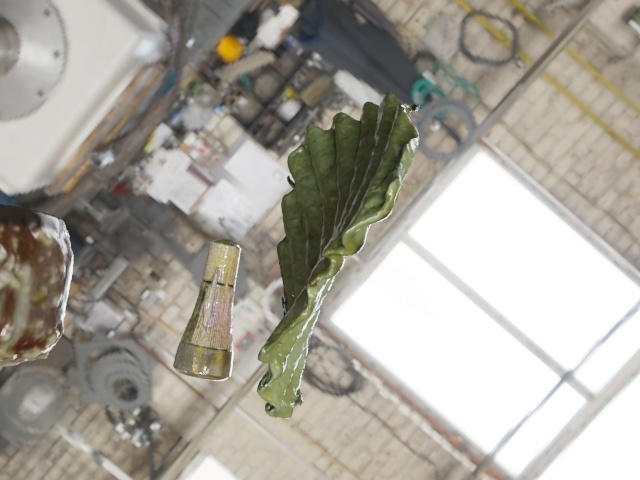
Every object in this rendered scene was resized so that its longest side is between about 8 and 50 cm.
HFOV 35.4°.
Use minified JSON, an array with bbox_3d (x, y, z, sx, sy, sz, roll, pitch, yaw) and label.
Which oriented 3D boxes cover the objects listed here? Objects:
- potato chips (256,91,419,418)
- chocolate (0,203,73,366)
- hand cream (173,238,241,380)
[{"bbox_3d":[0.000,-0.002,1.162,0.389,0.097,0.373,-93,-154,-65],"label":"potato chips"},{"bbox_3d":[-0.491,0.072,1.370,0.225,0.210,0.340,-13,164,42],"label":"chocolate"},{"bbox_3d":[-0.151,0.097,1.439,0.084,0.084,0.203,160,-58,-83],"label":"hand cream"}]
